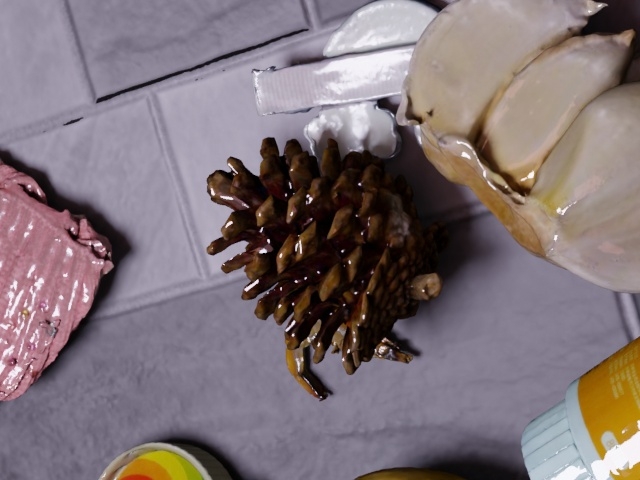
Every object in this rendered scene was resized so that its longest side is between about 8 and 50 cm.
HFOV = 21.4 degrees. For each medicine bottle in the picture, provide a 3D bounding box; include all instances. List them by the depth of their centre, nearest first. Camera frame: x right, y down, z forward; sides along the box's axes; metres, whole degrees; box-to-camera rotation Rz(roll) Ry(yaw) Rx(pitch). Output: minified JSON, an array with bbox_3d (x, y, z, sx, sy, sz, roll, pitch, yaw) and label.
[{"bbox_3d":[0.320,0.125,1.329,0.318,0.158,0.158,-38,83,25],"label":"medicine bottle"}]

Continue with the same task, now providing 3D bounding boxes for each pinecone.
[{"bbox_3d":[0.001,-0.002,1.437,0.168,0.185,0.212,-45,77,11],"label":"pinecone"}]

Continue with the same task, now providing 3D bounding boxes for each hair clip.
[{"bbox_3d":[0.051,-0.138,1.466,0.220,0.054,0.140,-6,92,23],"label":"hair clip"}]

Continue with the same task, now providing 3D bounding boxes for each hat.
[{"bbox_3d":[-0.340,0.067,1.645,0.236,0.107,0.286,35,107,26],"label":"hat"}]

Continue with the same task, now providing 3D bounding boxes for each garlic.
[{"bbox_3d":[0.214,-0.079,1.341,0.203,0.185,0.281,-47,56,-2],"label":"garlic"}]

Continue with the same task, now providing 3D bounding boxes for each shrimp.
[{"bbox_3d":[0.024,0.106,1.532,0.127,0.025,0.091,13,104,26],"label":"shrimp"}]

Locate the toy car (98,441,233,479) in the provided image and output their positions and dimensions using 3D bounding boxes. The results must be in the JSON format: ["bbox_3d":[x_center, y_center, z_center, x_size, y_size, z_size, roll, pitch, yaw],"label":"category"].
[{"bbox_3d":[-0.132,0.294,1.587,0.235,0.145,0.235,-4,81,27],"label":"toy car"}]

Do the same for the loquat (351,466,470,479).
[{"bbox_3d":[0.087,0.311,1.440,0.243,0.244,0.244,4,101,24],"label":"loquat"}]
